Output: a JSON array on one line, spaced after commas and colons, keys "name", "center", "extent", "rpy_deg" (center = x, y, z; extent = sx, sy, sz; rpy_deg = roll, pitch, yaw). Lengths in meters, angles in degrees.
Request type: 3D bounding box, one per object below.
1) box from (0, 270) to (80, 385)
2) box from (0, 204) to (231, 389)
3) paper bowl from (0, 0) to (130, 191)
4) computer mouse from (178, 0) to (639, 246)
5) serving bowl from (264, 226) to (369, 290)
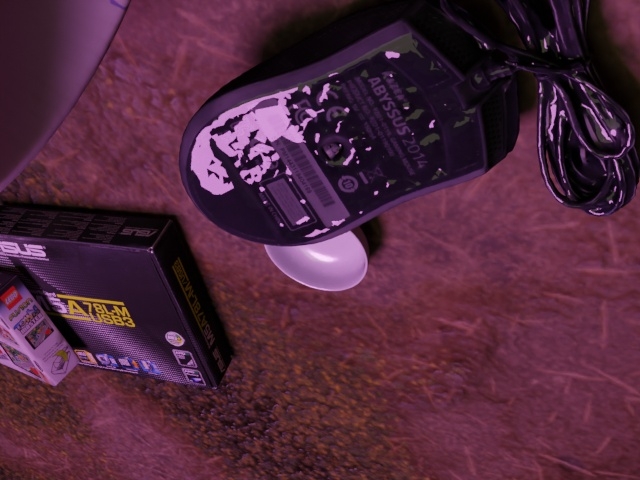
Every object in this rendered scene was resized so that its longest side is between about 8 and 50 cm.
[{"name": "box", "center": [-0.333, 0.070, 0.842], "extent": [0.207, 0.036, 0.114], "rpy_deg": [10, 137, 40]}, {"name": "box", "center": [-0.194, 0.053, 0.789], "extent": [0.191, 0.045, 0.184], "rpy_deg": [6, 138, 22]}, {"name": "paper bowl", "center": [-0.196, -0.151, 0.399], "extent": [0.148, 0.284, 0.284], "rpy_deg": [27, 139, 0]}, {"name": "computer mouse", "center": [0.041, -0.075, 0.528], "extent": [0.272, 0.072, 0.188], "rpy_deg": [-15, 123, 23]}, {"name": "serving bowl", "center": [0.000, 0.000, 0.649], "extent": [0.083, 0.027, 0.083], "rpy_deg": [14, 137, 14]}]
